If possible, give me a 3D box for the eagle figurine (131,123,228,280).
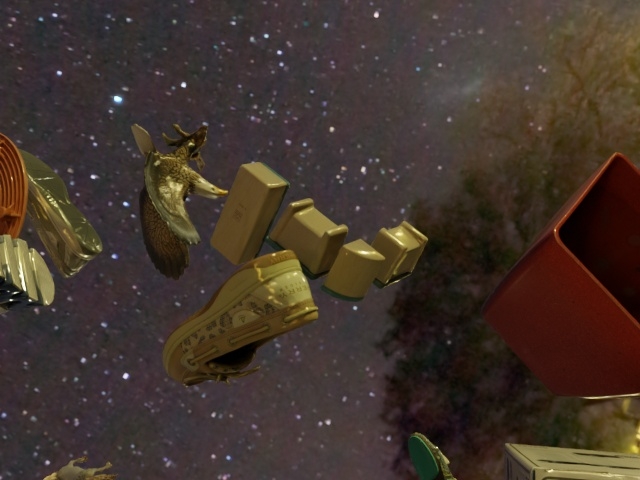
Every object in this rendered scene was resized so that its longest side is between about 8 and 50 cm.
[{"bbox_3d":[-0.309,-0.099,1.486,0.226,0.225,0.298,48,-130,-46],"label":"eagle figurine"}]

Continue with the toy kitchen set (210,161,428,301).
[{"bbox_3d":[0.000,0.000,0.903,0.166,0.207,0.122,-19,-38,-54],"label":"toy kitchen set"}]

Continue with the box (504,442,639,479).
[{"bbox_3d":[0.281,0.267,0.718,0.290,0.169,0.087,56,-142,-75],"label":"box"}]

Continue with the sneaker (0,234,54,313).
[{"bbox_3d":[-0.512,0.044,0.909,0.182,0.127,0.315,-29,-33,4],"label":"sneaker"}]

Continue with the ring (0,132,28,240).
[{"bbox_3d":[-0.637,-0.040,1.215,0.032,0.336,0.337,33,-101,-60],"label":"ring"}]

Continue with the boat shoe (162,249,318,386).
[{"bbox_3d":[-0.103,0.117,0.831,0.104,0.089,0.285,-17,-21,-40],"label":"boat shoe"}]

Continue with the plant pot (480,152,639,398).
[{"bbox_3d":[0.404,0.079,1.050,0.267,0.267,0.236,-39,-4,-40],"label":"plant pot"}]

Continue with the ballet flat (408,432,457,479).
[{"bbox_3d":[0.231,0.456,1.356,0.070,0.188,0.070,-21,-20,-8],"label":"ballet flat"}]

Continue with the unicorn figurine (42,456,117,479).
[{"bbox_3d":[-0.513,0.493,1.473,0.111,0.162,0.060,-9,-99,-61],"label":"unicorn figurine"}]

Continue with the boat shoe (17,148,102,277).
[{"bbox_3d":[-0.598,-0.068,1.524,0.103,0.320,0.118,-42,-10,11],"label":"boat shoe"}]
